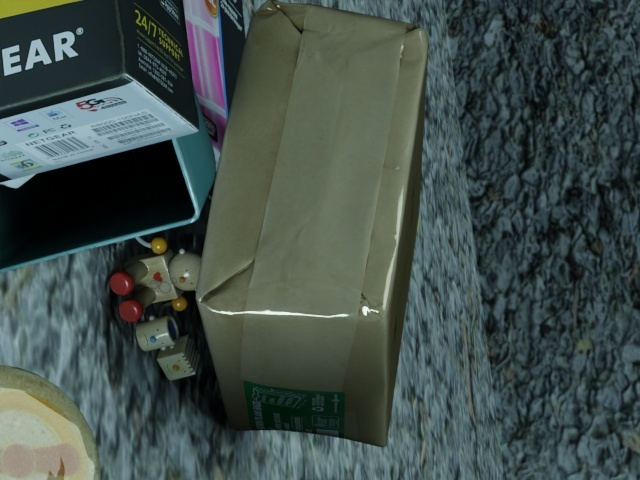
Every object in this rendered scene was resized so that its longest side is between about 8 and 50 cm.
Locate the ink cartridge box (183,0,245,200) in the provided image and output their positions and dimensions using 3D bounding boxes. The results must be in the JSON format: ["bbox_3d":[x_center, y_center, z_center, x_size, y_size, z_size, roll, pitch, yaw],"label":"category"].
[{"bbox_3d":[-0.136,-0.238,1.476,0.176,0.069,0.370,42,36,-63],"label":"ink cartridge box"}]

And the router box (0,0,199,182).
[{"bbox_3d":[-0.222,-0.137,0.661,0.081,0.309,0.242,37,42,-67],"label":"router box"}]

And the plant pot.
[{"bbox_3d":[-0.170,-0.099,1.081,0.234,0.166,0.165,-65,140,-74],"label":"plant pot"}]

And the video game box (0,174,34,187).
[{"bbox_3d":[-0.266,-0.133,0.861,0.205,0.048,0.187,57,15,12],"label":"video game box"}]

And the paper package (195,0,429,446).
[{"bbox_3d":[0.000,0.000,1.318,0.325,0.168,0.309,87,12,-63],"label":"paper package"}]

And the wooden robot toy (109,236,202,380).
[{"bbox_3d":[-0.131,0.042,1.237,0.076,0.079,0.173,-59,133,-67],"label":"wooden robot toy"}]

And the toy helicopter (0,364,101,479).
[{"bbox_3d":[-0.234,0.028,0.507,0.355,0.140,0.235,38,45,-22],"label":"toy helicopter"}]
